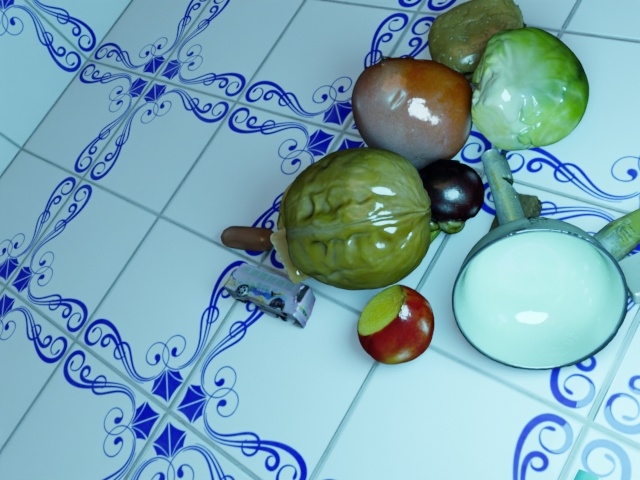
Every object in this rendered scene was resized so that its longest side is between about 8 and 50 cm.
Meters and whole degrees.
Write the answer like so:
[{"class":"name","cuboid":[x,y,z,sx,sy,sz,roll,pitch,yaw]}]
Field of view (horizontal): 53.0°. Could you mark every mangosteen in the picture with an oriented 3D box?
[{"class":"mangosteen","cuboid":[0.323,-0.096,1.667,0.194,0.194,0.231,12,94,32]}]

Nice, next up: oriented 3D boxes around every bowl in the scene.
[{"class":"bowl","cuboid":[0.471,0.092,1.414,0.353,0.354,0.185,-15,23,20]}]

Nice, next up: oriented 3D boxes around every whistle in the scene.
[{"class":"whistle","cuboid":[0.461,-0.090,1.587,0.067,0.057,0.327,-16,57,19]}]

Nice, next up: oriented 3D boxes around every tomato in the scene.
[{"class":"tomato","cuboid":[0.246,-0.340,1.750,0.341,0.341,0.273,0,77,28]}]

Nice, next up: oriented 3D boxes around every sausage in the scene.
[{"class":"sausage","cuboid":[-0.222,-0.007,1.962,0.194,0.077,0.077,4,65,30]}]

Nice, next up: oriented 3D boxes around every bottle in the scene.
[{"class":"bottle","cuboid":[0.702,-0.019,1.473,0.269,0.083,0.083,-39,52,-1]}]

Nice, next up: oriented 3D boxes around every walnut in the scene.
[{"class":"walnut","cuboid":[0.090,-0.050,1.586,0.397,0.354,0.308,-12,12,42]}]

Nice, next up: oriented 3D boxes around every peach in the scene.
[{"class":"peach","cuboid":[0.179,0.200,1.554,0.190,0.193,0.190,-7,35,5]}]

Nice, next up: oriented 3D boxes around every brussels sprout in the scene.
[{"class":"brussels sprout","cuboid":[0.519,-0.376,1.639,0.343,0.268,0.344,7,66,-15]}]

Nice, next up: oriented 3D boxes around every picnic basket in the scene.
[{"class":"picnic basket","cuboid":[0.482,-0.038,1.618,0.110,0.055,0.194,14,69,33]}]

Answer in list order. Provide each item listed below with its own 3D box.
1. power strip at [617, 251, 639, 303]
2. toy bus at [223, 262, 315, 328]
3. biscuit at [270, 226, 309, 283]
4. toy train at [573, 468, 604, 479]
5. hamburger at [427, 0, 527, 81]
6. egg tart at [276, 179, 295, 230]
[{"class":"power strip","cuboid":[0.791,0.042,1.405,0.338,0.058,0.098,-28,54,12]},{"class":"toy bus","cuboid":[-0.142,0.153,1.820,0.273,0.090,0.112,18,64,33]},{"class":"biscuit","cuboid":[0.000,0.000,1.771,0.249,0.030,0.160,-26,91,-12]},{"class":"toy train","cuboid":[0.518,0.565,1.239,0.159,0.101,0.248,20,73,51]},{"class":"hamburger","cuboid":[0.461,-0.596,1.893,0.283,0.145,0.260,-18,53,11]},{"class":"egg tart","cuboid":[-0.021,-0.104,1.889,0.288,0.118,0.288,-16,54,22]}]
